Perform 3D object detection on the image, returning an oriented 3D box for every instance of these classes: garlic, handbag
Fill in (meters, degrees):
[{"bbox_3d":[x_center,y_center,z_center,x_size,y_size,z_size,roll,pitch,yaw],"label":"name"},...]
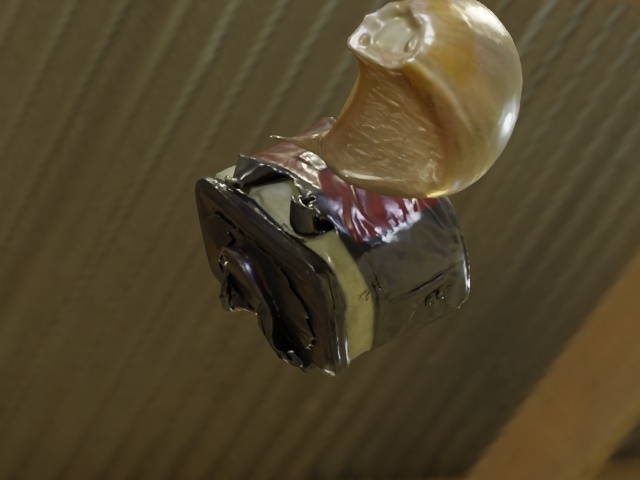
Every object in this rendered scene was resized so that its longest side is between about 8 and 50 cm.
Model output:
[{"bbox_3d":[0.070,-0.110,1.520,0.164,0.145,0.245,10,-24,-16],"label":"garlic"},{"bbox_3d":[0.000,0.000,1.773,0.181,0.254,0.181,-28,-52,-22],"label":"handbag"}]
